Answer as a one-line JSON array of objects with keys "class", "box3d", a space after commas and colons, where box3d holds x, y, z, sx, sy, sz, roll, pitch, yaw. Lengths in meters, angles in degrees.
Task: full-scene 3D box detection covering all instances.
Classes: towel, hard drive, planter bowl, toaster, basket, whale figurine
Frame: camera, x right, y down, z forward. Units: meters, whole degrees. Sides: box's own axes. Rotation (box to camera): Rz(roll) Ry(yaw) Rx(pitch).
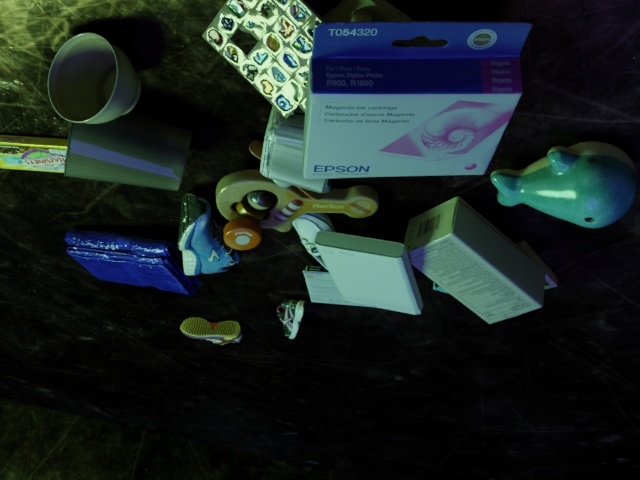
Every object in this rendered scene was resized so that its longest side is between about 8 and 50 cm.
[{"class": "towel", "box3d": [-0.484, 0.064, 2.149, 0.308, 0.076, 0.227, 8, 150, 21]}, {"class": "hard drive", "box3d": [0.118, 0.079, 1.936, 0.203, 0.040, 0.307, 9, 155, 20]}, {"class": "planter bowl", "box3d": [-0.400, -0.285, 1.535, 0.162, 0.162, 0.109, -8, 171, 26]}, {"class": "toaster", "box3d": [-0.033, -0.184, 1.624, 0.147, 0.129, 0.227, 14, 151, -1]}, {"class": "basket", "box3d": [-0.385, -0.186, 1.689, 0.227, 0.154, 0.204, 12, 151, -13]}, {"class": "whale figurine", "box3d": [0.473, -0.093, 1.635, 0.272, 0.141, 0.216, -4, 148, 20]}]

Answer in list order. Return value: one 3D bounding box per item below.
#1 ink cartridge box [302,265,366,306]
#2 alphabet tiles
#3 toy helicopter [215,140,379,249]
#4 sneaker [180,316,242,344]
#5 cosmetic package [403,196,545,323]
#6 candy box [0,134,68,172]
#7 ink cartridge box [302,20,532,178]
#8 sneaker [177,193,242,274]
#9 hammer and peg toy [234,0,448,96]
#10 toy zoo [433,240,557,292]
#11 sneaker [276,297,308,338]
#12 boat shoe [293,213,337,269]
[{"class": "ink cartridge box", "box3d": [0.075, 0.109, 2.146, 0.223, 0.045, 0.224, 4, 156, 7]}, {"class": "alphabet tiles", "box3d": [-0.060, -0.304, 1.345, 0.237, 0.009, 0.198, 44, 137, -8]}, {"class": "toy helicopter", "box3d": [-0.046, -0.101, 1.802, 0.355, 0.140, 0.235, 1, 141, -9]}, {"class": "sneaker", "box3d": [-0.329, 0.282, 2.529, 0.186, 0.069, 0.084, 6, 144, 6]}, {"class": "cosmetic package", "box3d": [0.349, 0.051, 1.893, 0.309, 0.113, 0.160, 36, 140, -26]}, {"class": "candy box", "box3d": [-0.627, -0.190, 1.853, 0.206, 0.027, 0.105, 4, 152, 7]}, {"class": "ink cartridge box", "box3d": [0.139, -0.209, 1.325, 0.324, 0.071, 0.330, -2, 153, -4]}, {"class": "sneaker", "box3d": [-0.258, -0.013, 1.989, 0.147, 0.129, 0.330, 1, 158, -2]}, {"class": "hammer and peg toy", "box3d": [0.044, -0.312, 1.386, 0.361, 0.127, 0.266, 28, 144, -29]}, {"class": "toy zoo", "box3d": [0.406, 0.088, 2.063, 0.293, 0.030, 0.192, -15, 142, 33]}, {"class": "sneaker", "box3d": [-0.087, 0.210, 2.368, 0.077, 0.072, 0.178, 21, 141, 2]}, {"class": "boat shoe", "box3d": [0.000, 0.000, 1.970, 0.083, 0.075, 0.226, -13, 143, 31]}]
